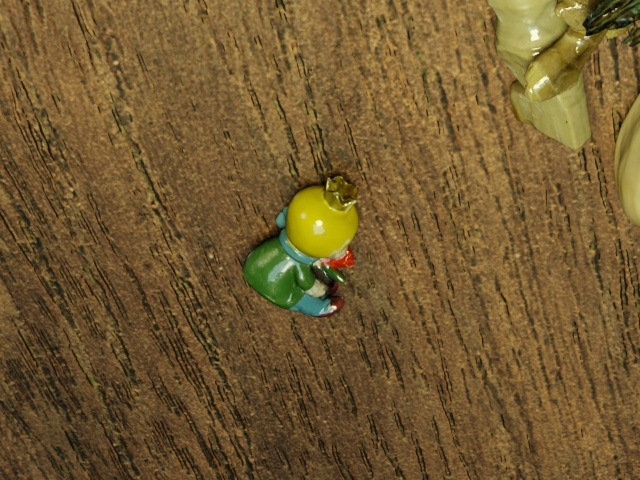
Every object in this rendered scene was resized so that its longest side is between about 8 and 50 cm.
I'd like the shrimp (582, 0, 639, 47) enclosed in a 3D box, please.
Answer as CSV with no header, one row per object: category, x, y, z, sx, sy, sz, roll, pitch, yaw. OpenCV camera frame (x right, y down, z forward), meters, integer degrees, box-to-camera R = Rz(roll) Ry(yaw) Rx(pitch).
shrimp,0.413,-0.397,1.309,0.365,0.071,0.233,-43,122,-14

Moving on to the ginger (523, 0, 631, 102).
ginger,0.316,-0.273,1.382,0.214,0.059,0.133,-47,134,7

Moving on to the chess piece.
chess piece,0.293,-0.259,1.489,0.137,0.137,0.301,-12,124,13

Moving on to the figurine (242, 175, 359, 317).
figurine,0.005,0.010,1.722,0.185,0.127,0.234,32,112,-22

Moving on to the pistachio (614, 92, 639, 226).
pistachio,0.523,-0.136,1.516,0.229,0.230,0.309,17,121,-7
